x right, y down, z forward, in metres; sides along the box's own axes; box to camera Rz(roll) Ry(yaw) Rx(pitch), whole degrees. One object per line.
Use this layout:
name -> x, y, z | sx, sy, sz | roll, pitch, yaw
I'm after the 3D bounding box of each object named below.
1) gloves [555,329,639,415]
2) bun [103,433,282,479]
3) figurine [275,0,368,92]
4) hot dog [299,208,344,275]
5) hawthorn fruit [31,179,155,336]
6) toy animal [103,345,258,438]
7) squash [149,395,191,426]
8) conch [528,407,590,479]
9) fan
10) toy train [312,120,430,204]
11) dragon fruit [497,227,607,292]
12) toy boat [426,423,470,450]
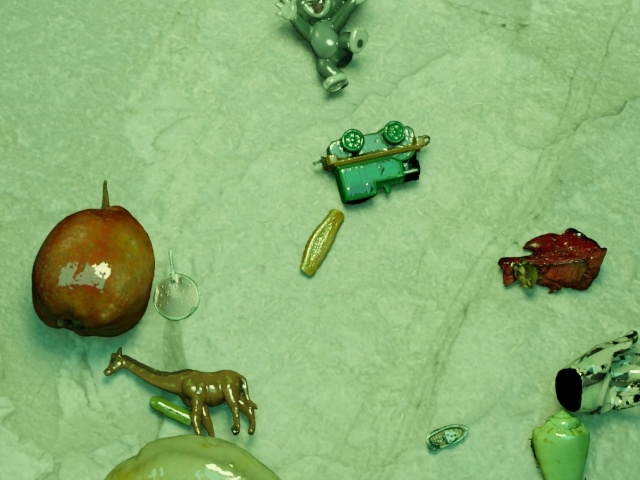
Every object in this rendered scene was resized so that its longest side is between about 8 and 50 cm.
gloves -> 0.520, 0.241, 1.498 | 0.212, 0.111, 0.128 | -6, 70, -35
bun -> -0.192, 0.480, 1.315 | 0.365, 0.219, 0.365 | 0, 91, 0
figurine -> 0.026, -0.422, 1.594 | 0.193, 0.140, 0.265 | -19, 91, 14
hot dog -> 0.000, 0.000, 1.544 | 0.044, 0.028, 0.137 | 32, 78, -24
hawthorn fruit -> -0.376, 0.030, 1.420 | 0.210, 0.210, 0.262 | 11, 69, -2
toy animal -> -0.239, 0.260, 1.439 | 0.224, 0.066, 0.230 | -17, 58, -20
squash -> -0.260, 0.295, 1.455 | 0.083, 0.027, 0.027 | 23, 76, 2
conch -> 0.420, 0.381, 1.471 | 0.105, 0.079, 0.170 | -2, 83, 10
fan -> -0.264, 0.079, 1.516 | 0.085, 0.005, 0.133 | -9, 79, -6
toy train -> 0.100, -0.144, 1.559 | 0.227, 0.091, 0.136 | -10, 88, -8
dragon fruit -> 0.422, 0.030, 1.539 | 0.192, 0.092, 0.122 | -4, 77, -6
toy boat -> 0.226, 0.345, 1.479 | 0.083, 0.038, 0.038 | -20, 79, -8
